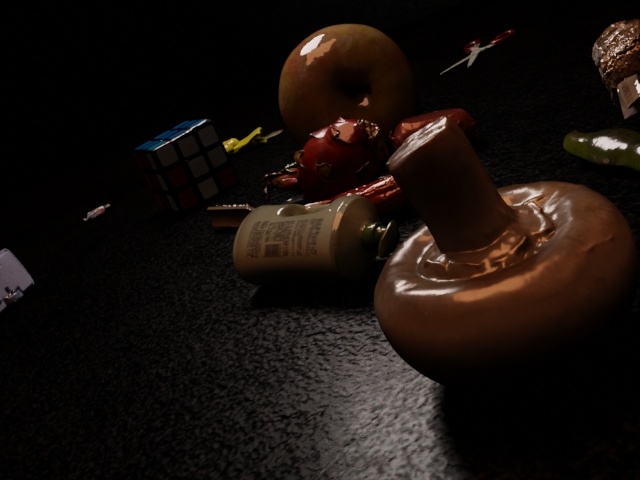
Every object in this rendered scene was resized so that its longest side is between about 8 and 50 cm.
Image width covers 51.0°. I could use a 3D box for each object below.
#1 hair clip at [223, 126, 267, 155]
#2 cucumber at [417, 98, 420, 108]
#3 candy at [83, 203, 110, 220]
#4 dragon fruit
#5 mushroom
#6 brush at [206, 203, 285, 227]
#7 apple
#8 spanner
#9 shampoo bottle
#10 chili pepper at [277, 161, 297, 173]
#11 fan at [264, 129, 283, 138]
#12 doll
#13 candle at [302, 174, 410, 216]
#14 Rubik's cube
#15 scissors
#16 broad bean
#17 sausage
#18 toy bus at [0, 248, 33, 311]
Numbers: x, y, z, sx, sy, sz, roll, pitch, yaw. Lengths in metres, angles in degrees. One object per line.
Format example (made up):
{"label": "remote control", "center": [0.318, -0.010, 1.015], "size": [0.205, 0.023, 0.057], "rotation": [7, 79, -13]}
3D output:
{"label": "hair clip", "center": [-0.231, -0.251, 1.808], "size": [0.173, 0.046, 0.072], "rotation": [-20, 25, 11]}
{"label": "cucumber", "center": [0.173, -0.282, 1.434], "size": [0.105, 0.048, 0.048], "rotation": [-29, 20, -18]}
{"label": "candy", "center": [-0.613, -0.077, 1.835], "size": [0.083, 0.020, 0.030], "rotation": [-38, 24, -29]}
{"label": "dragon fruit", "center": [-0.001, -0.110, 1.056], "size": [0.246, 0.125, 0.125], "rotation": [-13, -22, 35]}
{"label": "mushroom", "center": [0.125, 0.004, 0.521], "size": [0.207, 0.215, 0.207], "rotation": [-28, 21, 12]}
{"label": "brush", "center": [-0.115, -0.044, 1.160], "size": [0.036, 0.043, 0.248], "rotation": [-30, 20, -37]}
{"label": "apple", "center": [0.046, -0.257, 1.216], "size": [0.256, 0.257, 0.234], "rotation": [-27, 9, -7]}
{"label": "spanner", "center": [0.065, -0.094, 1.119], "size": [0.315, 0.024, 0.087], "rotation": [-13, 21, 31]}
{"label": "shampoo bottle", "center": [0.000, 0.000, 0.844], "size": [0.234, 0.087, 0.118], "rotation": [-4, 50, 42]}
{"label": "chili pepper", "center": [-0.037, -0.161, 1.388], "size": [0.118, 0.035, 0.055], "rotation": [-41, 12, -17]}
{"label": "fan", "center": [-0.143, -0.290, 1.869], "size": [0.080, 0.003, 0.060], "rotation": [-35, 22, -28]}
{"label": "doll", "center": [0.448, -0.252, 0.957], "size": [0.114, 0.105, 0.221], "rotation": [-11, 23, 29]}
{"label": "candle", "center": [0.079, -0.061, 0.961], "size": [0.301, 0.059, 0.084], "rotation": [-19, 30, 12]}
{"label": "Rubik's cube", "center": [-0.306, -0.170, 1.521], "size": [0.162, 0.163, 0.160], "rotation": [-31, 21, -23]}
{"label": "scissors", "center": [0.398, -0.481, 1.727], "size": [0.144, 0.017, 0.247], "rotation": [-5, 29, 43]}
{"label": "broad bean", "center": [0.363, -0.092, 0.742], "size": [0.060, 0.043, 0.297], "rotation": [-34, 21, 0]}
{"label": "sausage", "center": [0.183, -0.176, 1.104], "size": [0.141, 0.076, 0.076], "rotation": [-13, 20, -1]}
{"label": "toy bus", "center": [-0.679, 0.138, 1.257], "size": [0.136, 0.109, 0.330], "rotation": [-30, 17, 17]}
